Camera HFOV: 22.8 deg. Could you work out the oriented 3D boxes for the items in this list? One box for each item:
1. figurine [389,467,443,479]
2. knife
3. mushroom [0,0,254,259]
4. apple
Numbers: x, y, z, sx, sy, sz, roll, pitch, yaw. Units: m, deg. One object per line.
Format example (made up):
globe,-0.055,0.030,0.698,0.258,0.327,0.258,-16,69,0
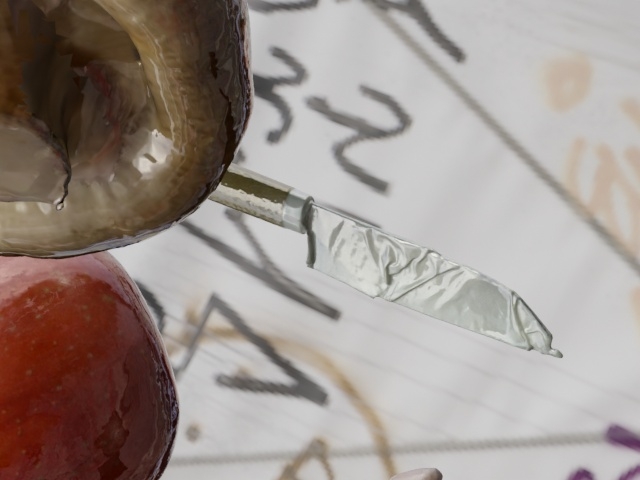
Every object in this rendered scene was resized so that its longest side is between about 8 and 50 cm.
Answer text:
figurine,0.068,0.235,1.092,0.125,0.125,0.138,61,-155,-46
knife,0.001,-0.001,0.855,0.017,0.298,0.047,-27,-48,-52
mushroom,-0.164,-0.099,0.771,0.278,0.278,0.146,64,-156,-44
apple,-0.242,0.116,1.263,0.216,0.260,0.260,-21,-55,-23
